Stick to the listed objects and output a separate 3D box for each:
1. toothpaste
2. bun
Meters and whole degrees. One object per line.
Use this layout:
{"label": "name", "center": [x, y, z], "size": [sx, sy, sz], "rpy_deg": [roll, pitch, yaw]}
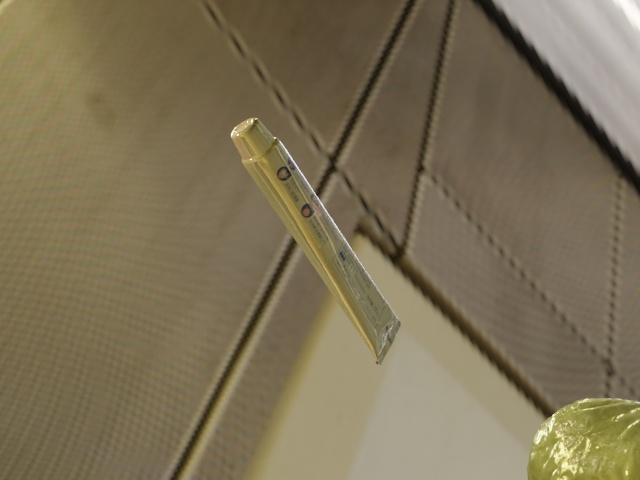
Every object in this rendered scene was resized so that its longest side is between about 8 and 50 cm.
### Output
{"label": "toothpaste", "center": [0.000, 0.000, 1.206], "size": [0.218, 0.033, 0.052], "rpy_deg": [56, -141, -22]}
{"label": "bun", "center": [0.276, 0.202, 1.358], "size": [0.195, 0.195, 0.118], "rpy_deg": [32, -104, -39]}
